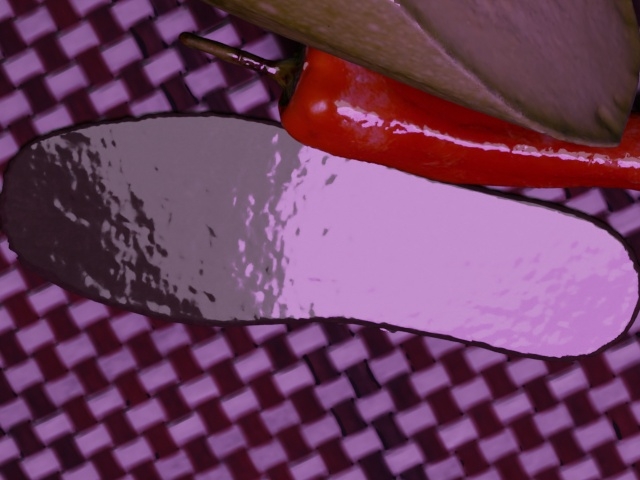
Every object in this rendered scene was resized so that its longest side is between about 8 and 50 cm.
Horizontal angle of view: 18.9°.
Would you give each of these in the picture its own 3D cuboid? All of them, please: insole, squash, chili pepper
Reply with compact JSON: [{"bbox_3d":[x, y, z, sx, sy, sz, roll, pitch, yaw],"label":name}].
[{"bbox_3d":[0.000,0.000,0.964,0.328,0.007,0.111,10,105,1],"label":"insole"},{"bbox_3d":[0.040,-0.167,0.829,0.260,0.189,0.189,21,104,4],"label":"squash"},{"bbox_3d":[0.064,-0.058,0.912,0.272,0.071,0.063,13,110,-1],"label":"chili pepper"}]
